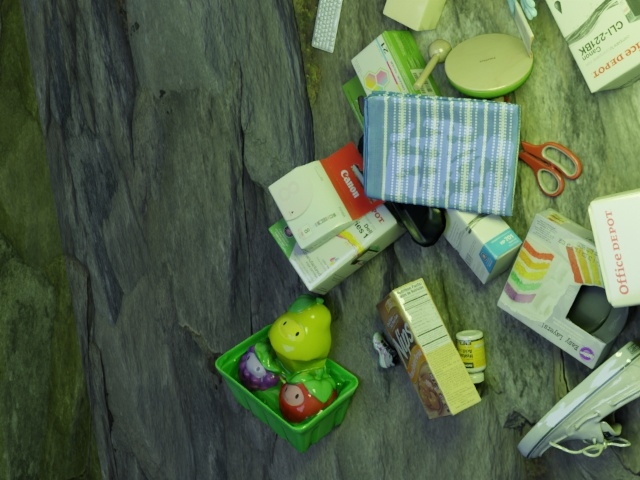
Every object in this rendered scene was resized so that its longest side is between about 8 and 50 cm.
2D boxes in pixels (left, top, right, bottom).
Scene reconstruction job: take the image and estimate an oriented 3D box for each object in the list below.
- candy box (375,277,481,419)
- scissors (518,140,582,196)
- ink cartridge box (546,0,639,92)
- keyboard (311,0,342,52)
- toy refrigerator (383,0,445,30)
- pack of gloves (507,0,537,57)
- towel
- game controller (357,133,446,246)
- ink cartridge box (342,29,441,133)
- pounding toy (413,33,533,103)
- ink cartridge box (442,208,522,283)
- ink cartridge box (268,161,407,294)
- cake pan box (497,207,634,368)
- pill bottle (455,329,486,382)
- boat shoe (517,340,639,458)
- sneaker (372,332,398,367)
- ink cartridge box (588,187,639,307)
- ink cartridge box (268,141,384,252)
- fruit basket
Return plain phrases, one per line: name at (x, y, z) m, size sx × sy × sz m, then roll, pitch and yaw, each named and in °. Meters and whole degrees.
candy box at (0.253, 0.264, 1.975) m, size 0.317 × 0.087 × 0.183 m, roll 64°, pitch 164°, yaw 10°
scissors at (0.434, -0.210, 1.778) m, size 0.297 × 0.021 × 0.109 m, roll 46°, pitch 131°, yaw 28°
ink cartridge box at (0.547, -0.439, 1.520) m, size 0.197 × 0.114 × 0.273 m, roll -35°, pitch 77°, yaw 53°
keyboard at (0.027, -0.609, 2.076) m, size 0.072 × 0.014 × 0.256 m, roll 30°, pitch 120°, yaw 36°
toy refrigerator at (0.242, -0.611, 1.811) m, size 0.102 × 0.094 × 0.270 m, roll 34°, pitch 123°, yaw 26°
pack of gloves at (0.396, -0.511, 1.629) m, size 0.046 × 0.195 × 0.232 m, roll -19°, pitch 69°, yaw 8°
towel at (0.247, -0.185, 1.740) m, size 0.335 × 0.040 × 0.243 m, roll 9°, pitch 111°, yaw 23°
game controller at (0.188, -0.137, 1.902) m, size 0.319 × 0.067 × 0.166 m, roll 60°, pitch 154°, yaw 16°
ink cartridge box at (0.140, -0.354, 1.973) m, size 0.255 × 0.097 × 0.189 m, roll -33°, pitch 78°, yaw 44°
pounding toy at (0.336, -0.343, 1.757) m, size 0.236 × 0.183 × 0.110 m, roll 7°, pitch 143°, yaw 21°
ink cartridge box at (0.345, -0.018, 1.828) m, size 0.191 × 0.082 × 0.140 m, roll 55°, pitch 165°, yaw 21°
ink cartridge box at (0.045, -0.029, 2.048) m, size 0.278 × 0.117 × 0.201 m, roll -38°, pitch 71°, yaw 10°
cake pan box at (0.530, 0.102, 1.727) m, size 0.267 × 0.070 × 0.246 m, roll 37°, pitch 126°, yaw 31°
pill bottle at (0.357, 0.275, 1.942) m, size 0.065 × 0.065 × 0.116 m, roll -1°, pitch 100°, yaw 45°
boat shoe at (0.577, 0.379, 1.720) m, size 0.156 × 0.135 × 0.367 m, roll 50°, pitch 120°, yaw 20°
sneaker at (0.179, 0.284, 2.143) m, size 0.069 × 0.038 × 0.098 m, roll -13°, pitch 101°, yaw 44°
ink cartridge box at (0.656, -0.006, 1.489) m, size 0.283 × 0.117 × 0.207 m, roll -12°, pitch 93°, yaw 29°
ink cartridge box at (0.013, -0.111, 1.982) m, size 0.232 × 0.066 × 0.189 m, roll -35°, pitch 69°, yaw 16°
fruit basket at (-0.084, 0.342, 2.278) m, size 0.392 × 0.283 × 0.392 m, roll 33°, pitch 139°, yaw 33°
